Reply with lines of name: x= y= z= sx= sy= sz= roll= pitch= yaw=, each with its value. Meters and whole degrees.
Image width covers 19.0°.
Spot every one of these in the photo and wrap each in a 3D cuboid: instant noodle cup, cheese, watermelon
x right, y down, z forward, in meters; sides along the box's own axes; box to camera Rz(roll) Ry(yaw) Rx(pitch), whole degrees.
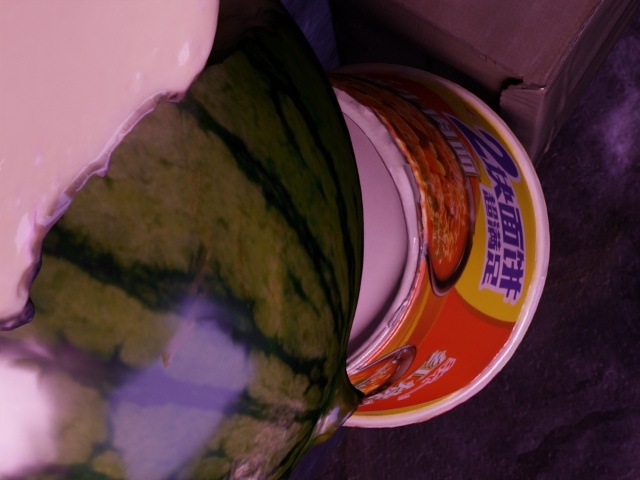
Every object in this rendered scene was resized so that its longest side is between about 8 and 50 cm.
instant noodle cup: x=0.000 y=0.000 z=1.012 sx=0.213 sy=0.213 sz=0.174 roll=-59 pitch=162 yaw=9
cheese: x=-0.100 y=-0.092 z=0.516 sx=0.163 sy=0.070 sz=0.249 roll=-41 pitch=145 yaw=-30
watermelon: x=-0.088 y=0.050 z=0.753 sx=0.331 sy=0.189 sz=0.331 roll=-52 pitch=164 yaw=-22

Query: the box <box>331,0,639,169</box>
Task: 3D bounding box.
box: x=0.106 y=-0.153 z=1.165 sx=0.155 sy=0.149 sz=0.231 roll=-57 pitch=171 yaw=-6
